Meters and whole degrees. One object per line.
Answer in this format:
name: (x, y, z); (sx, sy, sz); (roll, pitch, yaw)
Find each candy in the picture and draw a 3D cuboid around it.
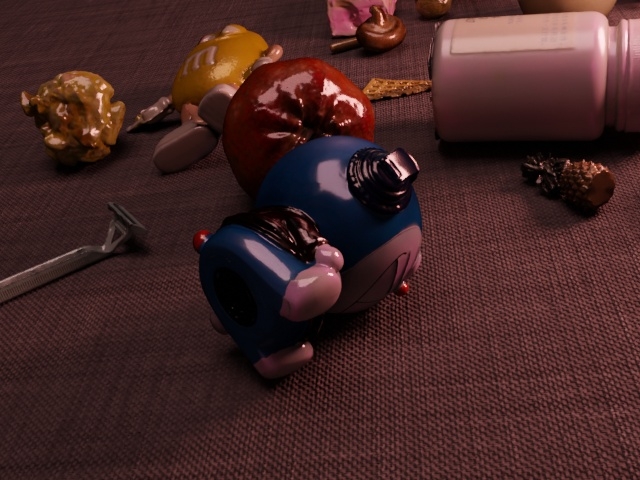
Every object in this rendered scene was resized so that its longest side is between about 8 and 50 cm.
candy: (0.108, -0.610, 2.079); (0.155, 0.115, 0.265); (-1, 33, 13)

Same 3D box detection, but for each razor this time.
razor: (-0.412, 0.036, 1.303); (0.278, 0.056, 0.111); (-32, 36, -18)

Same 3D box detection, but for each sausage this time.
sausage: (0.084, -0.467, 1.951); (0.132, 0.024, 0.024); (-17, 33, -11)

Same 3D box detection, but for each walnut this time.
walnut: (0.277, -0.587, 2.031); (0.092, 0.092, 0.092); (-7, 33, 5)

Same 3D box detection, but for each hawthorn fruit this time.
hawthorn fruit: (-0.041, -0.172, 1.372); (0.254, 0.254, 0.300); (-15, 6, -7)

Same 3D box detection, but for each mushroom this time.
mushroom: (0.137, -0.477, 1.898); (0.109, 0.085, 0.126); (48, 55, 7)

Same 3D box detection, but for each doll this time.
doll: (-0.222, -0.290, 1.659); (0.348, 0.161, 0.423); (-36, 29, -8)
doll: (0.000, 0.000, 1.061); (0.310, 0.284, 0.240); (-33, 81, -37)

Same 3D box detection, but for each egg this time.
egg: (0.531, -0.552, 1.780); (0.219, 0.219, 0.269); (0, 38, 16)

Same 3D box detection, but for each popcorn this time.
popcorn: (-0.482, -0.242, 1.629); (0.167, 0.185, 0.187); (0, 39, 49)

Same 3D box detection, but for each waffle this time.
waffle: (0.157, -0.299, 1.673); (0.153, 0.023, 0.097); (7, 38, 24)

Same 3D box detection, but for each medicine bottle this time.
medicine bottle: (0.381, -0.272, 1.392); (0.379, 0.213, 0.213); (2, 35, 19)

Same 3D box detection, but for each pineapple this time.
pineapple: (0.373, -0.098, 1.266); (0.074, 0.074, 0.159); (-24, 27, -20)
